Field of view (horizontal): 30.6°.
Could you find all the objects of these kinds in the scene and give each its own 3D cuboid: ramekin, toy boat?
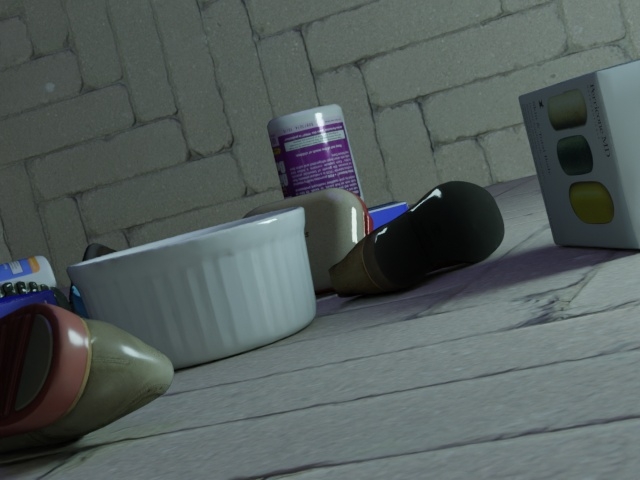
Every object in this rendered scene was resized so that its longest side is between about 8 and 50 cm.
[{"bbox_3d":[-0.137,0.058,1.338,0.277,0.135,0.277,-15,4,1],"label":"ramekin"},{"bbox_3d":[-0.016,0.023,1.688,0.231,0.151,0.151,-12,-27,26],"label":"toy boat"}]

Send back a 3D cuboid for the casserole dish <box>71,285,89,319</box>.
[{"bbox_3d":[-0.251,0.094,1.585,0.188,0.037,0.114,6,10,-42],"label":"casserole dish"}]

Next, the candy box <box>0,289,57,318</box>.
[{"bbox_3d":[-0.471,0.149,1.392,0.268,0.122,0.317,-14,1,-27],"label":"candy box"}]

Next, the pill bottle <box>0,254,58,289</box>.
[{"bbox_3d":[-0.583,0.129,1.989,0.272,0.152,0.152,-15,3,-20],"label":"pill bottle"}]

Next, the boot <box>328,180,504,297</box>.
[{"bbox_3d":[0.127,0.001,1.527,0.305,0.112,0.115,-21,-4,-46],"label":"boot"}]

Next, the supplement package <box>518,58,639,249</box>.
[{"bbox_3d":[0.381,-0.110,1.355,0.198,0.199,0.263,-15,3,-8],"label":"supplement package"}]

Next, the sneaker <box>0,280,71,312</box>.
[{"bbox_3d":[-0.544,0.143,1.784,0.330,0.129,0.147,-16,6,-24],"label":"sneaker"}]

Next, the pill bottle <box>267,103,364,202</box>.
[{"bbox_3d":[-0.002,-0.127,2.498,0.169,0.301,0.169,-14,2,1],"label":"pill bottle"}]

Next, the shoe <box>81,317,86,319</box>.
[{"bbox_3d":[-0.333,0.133,1.614,0.077,0.058,0.219,-17,4,-39],"label":"shoe"}]

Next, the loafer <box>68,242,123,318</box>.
[{"bbox_3d":[-0.367,0.096,2.077,0.130,0.133,0.366,8,11,-6],"label":"loafer"}]

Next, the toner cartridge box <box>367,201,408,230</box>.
[{"bbox_3d":[0.000,0.000,2.316,0.348,0.075,0.165,-15,4,-6],"label":"toner cartridge box"}]

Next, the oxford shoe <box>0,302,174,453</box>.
[{"bbox_3d":[-0.260,0.138,1.008,0.130,0.123,0.348,17,-19,-38],"label":"oxford shoe"}]
